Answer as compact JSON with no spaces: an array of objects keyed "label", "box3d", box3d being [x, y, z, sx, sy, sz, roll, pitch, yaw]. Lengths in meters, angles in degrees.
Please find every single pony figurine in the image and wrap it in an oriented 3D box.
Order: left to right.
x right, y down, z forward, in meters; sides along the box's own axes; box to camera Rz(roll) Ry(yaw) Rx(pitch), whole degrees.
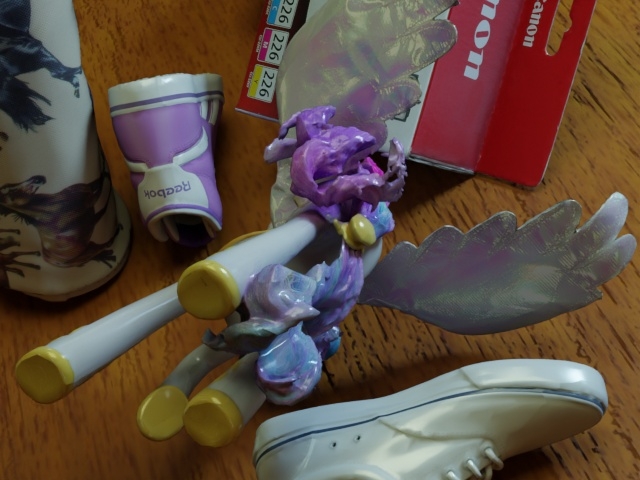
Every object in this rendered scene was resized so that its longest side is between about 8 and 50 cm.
[{"label":"pony figurine","box3d":[0.000,0.000,0.964,0.351,0.302,0.363,-27,8,39]}]

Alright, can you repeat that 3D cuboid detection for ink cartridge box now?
[{"label":"ink cartridge box","box3d":[0.099,-0.228,1.170,0.272,0.130,0.309,18,95,35]}]

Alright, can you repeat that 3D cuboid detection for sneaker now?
[{"label":"sneaker","box3d":[-0.139,-0.075,1.244,0.102,0.161,0.282,-12,7,6]},{"label":"sneaker","box3d":[0.079,0.155,0.916,0.258,0.094,0.091,-16,53,13]}]

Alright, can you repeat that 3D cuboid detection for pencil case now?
[{"label":"pencil case","box3d":[-0.275,-0.154,1.141,0.160,0.410,0.183,-14,34,-11]}]
